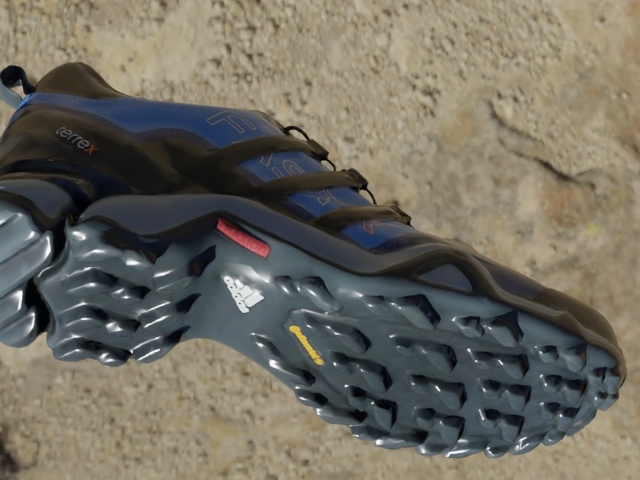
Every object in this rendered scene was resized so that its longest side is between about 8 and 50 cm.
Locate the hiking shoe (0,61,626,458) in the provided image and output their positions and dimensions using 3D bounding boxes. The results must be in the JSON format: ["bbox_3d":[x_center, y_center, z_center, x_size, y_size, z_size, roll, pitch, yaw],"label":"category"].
[{"bbox_3d":[0.000,0.000,0.534,0.304,0.132,0.113,18,137,-15],"label":"hiking shoe"}]
